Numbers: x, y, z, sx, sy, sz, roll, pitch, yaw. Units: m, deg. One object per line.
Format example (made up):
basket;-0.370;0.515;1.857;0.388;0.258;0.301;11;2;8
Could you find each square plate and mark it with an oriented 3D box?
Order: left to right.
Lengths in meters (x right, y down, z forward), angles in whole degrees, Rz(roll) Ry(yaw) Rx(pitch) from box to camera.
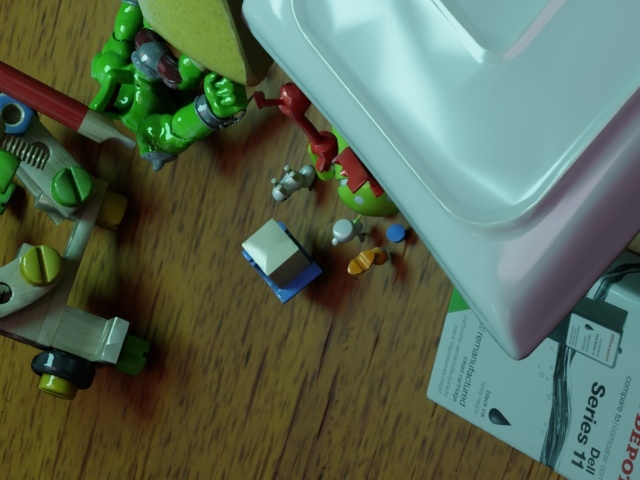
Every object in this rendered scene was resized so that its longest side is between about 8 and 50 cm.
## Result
square plate;0.120;-0.168;1.188;0.344;0.049;0.347;-51;55;21

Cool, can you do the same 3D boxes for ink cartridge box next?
ink cartridge box;0.192;0.085;1.425;0.208;0.087;0.153;27;112;39

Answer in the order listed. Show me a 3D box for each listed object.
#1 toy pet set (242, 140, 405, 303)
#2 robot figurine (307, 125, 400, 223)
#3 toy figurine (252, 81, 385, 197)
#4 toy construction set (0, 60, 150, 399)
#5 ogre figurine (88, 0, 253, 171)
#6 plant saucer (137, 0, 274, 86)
toy pet set;0.000;0.000;1.641;0.114;0.065;0.122;-40;64;0
robot figurine;0.044;-0.071;1.570;0.101;0.067;0.115;-5;89;14
toy figurine;0.080;-0.235;1.430;0.362;0.191;0.217;-48;41;15
toy construction set;-0.231;-0.003;1.769;0.237;0.257;0.309;27;141;-7
ogre figurine;-0.139;-0.148;1.723;0.197;0.097;0.118;47;112;17
plant saucer;-0.101;-0.307;1.447;0.081;0.333;0.333;-13;112;15
